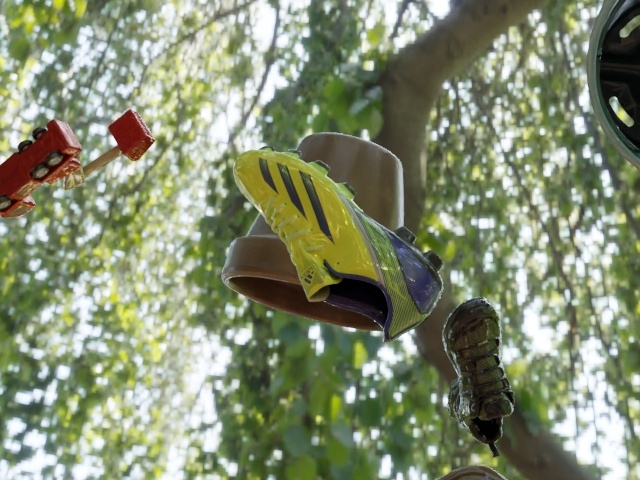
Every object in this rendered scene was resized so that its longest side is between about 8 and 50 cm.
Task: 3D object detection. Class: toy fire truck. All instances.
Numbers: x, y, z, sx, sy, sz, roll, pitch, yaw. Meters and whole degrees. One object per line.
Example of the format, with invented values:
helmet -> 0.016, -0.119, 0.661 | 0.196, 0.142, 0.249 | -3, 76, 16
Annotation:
toy fire truck -> -0.310, -0.093, 1.338 | 0.192, 0.047, 0.135 | -38, -19, 14

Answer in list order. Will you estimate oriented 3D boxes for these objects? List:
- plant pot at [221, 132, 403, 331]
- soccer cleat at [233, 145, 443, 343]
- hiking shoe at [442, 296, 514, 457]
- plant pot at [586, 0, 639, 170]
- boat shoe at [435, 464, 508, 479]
plant pot -> 0.020, -0.017, 1.520 | 0.263, 0.229, 0.263 | 15, -14, 4
soccer cleat -> 0.000, 0.000, 1.200 | 0.289, 0.121, 0.093 | 36, -21, 19
hiking shoe -> 0.224, 0.180, 1.467 | 0.086, 0.114, 0.227 | -19, -53, -16
plant pot -> 0.540, -0.249, 1.595 | 0.341, 0.334, 0.341 | 1, -84, 6
boat shoe -> 0.059, 0.347, 1.117 | 0.341, 0.122, 0.110 | -18, -33, -28
